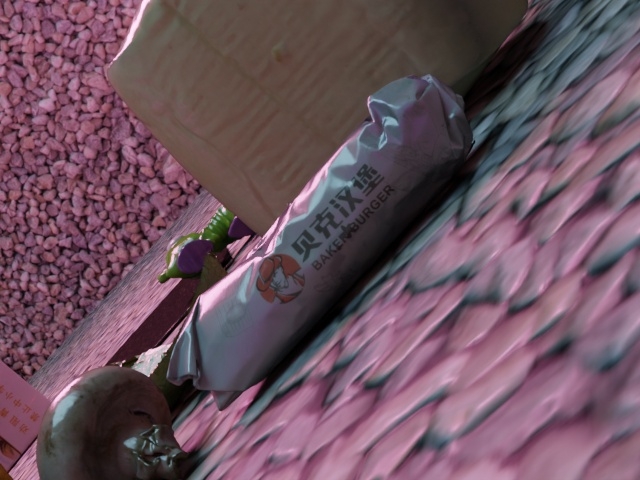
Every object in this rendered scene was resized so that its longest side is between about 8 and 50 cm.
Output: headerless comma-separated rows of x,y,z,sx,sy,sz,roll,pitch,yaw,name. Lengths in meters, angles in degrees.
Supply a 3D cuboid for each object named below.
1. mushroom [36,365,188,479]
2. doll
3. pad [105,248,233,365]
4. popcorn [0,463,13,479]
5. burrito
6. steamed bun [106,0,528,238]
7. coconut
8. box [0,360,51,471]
-0.102,0.108,0.591,0.079,0.085,0.085,-4,36,35,mushroom
-0.094,-0.018,1.173,0.190,0.050,0.115,-41,14,-7,doll
-0.180,0.089,1.286,0.220,0.004,0.330,-48,8,-2,pad
-0.247,0.210,0.631,0.194,0.163,0.140,-18,30,-2,popcorn
0.000,0.000,0.576,0.203,0.064,0.064,-49,8,10,burrito
-0.004,-0.135,0.717,0.250,0.200,0.155,-40,11,32,steamed bun
-0.116,0.088,0.777,0.158,0.055,0.133,-42,11,46,coconut
-0.488,0.275,1.535,0.233,0.149,0.067,-54,7,-35,box
